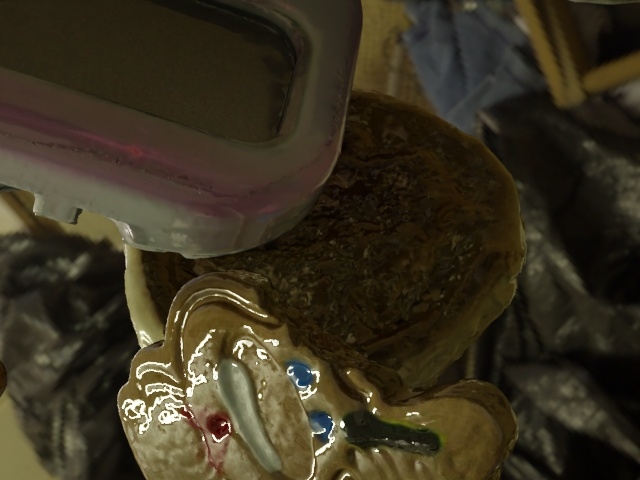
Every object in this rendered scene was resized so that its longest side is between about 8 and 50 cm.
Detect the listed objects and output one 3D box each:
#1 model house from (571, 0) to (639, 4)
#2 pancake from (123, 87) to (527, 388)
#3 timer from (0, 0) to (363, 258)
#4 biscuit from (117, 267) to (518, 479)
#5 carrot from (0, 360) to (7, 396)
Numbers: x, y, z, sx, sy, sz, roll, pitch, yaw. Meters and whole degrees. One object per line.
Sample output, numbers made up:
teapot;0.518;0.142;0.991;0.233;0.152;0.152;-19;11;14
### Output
model house;0.172;-0.354;0.776;0.297;0.339;0.360;8;167;-16
pancake;0.000;0.001;1.201;0.356;0.356;0.065;38;154;27
timer;-0.089;-0.087;0.614;0.208;0.191;0.069;18;140;-9
biscuit;-0.016;0.114;0.931;0.320;0.047;0.183;10;115;35
carrot;-0.232;0.084;0.928;0.042;0.042;0.170;51;165;-12
